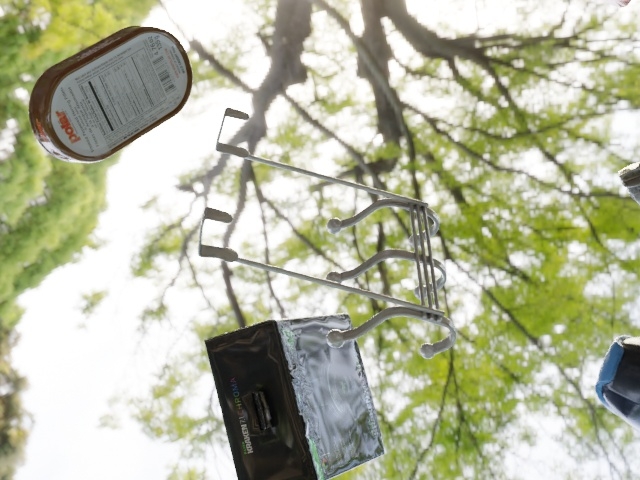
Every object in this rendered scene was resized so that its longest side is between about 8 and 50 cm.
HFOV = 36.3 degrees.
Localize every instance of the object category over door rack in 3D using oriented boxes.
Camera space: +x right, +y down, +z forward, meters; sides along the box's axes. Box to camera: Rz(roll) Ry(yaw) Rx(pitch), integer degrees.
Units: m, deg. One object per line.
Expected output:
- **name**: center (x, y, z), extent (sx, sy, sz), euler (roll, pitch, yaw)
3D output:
- **over door rack**: center (0.000, 0.000, 1.159), extent (0.324, 0.108, 0.239), euler (25, -147, -17)

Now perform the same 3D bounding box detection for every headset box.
- **headset box**: center (-0.039, 0.246, 1.502), extent (0.131, 0.246, 0.283), euler (-18, 170, 24)

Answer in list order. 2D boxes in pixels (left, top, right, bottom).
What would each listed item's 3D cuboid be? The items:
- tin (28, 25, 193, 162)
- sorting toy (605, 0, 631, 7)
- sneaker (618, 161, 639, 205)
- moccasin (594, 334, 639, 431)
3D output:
- **tin**: center (-0.214, -0.154, 1.016), extent (0.190, 0.106, 0.040), euler (-39, -152, -31)
- **sorting toy**: center (0.282, -0.303, 0.730), extent (0.126, 0.365, 0.127), euler (-29, -99, -1)
- **sneaker**: center (0.258, 0.060, 0.584), extent (0.115, 0.281, 0.105), euler (-15, -169, 20)
- **moccasin**: center (0.427, 0.195, 1.013), extent (0.342, 0.137, 0.117), euler (16, 180, -32)
